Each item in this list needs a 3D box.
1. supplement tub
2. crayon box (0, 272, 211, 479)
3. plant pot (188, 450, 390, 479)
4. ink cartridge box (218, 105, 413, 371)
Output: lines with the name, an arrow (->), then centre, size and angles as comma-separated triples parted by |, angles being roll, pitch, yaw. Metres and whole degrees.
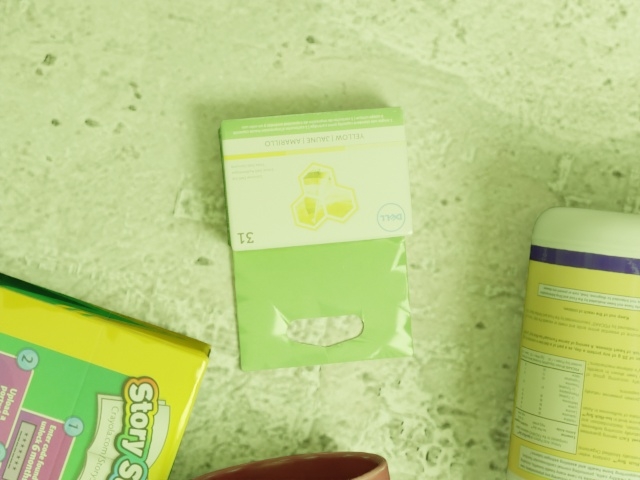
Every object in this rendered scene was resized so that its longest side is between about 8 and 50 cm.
supplement tub -> 0.291, 0.144, 1.374 | 0.241, 0.241, 0.331 | 6, 92, -5
crayon box -> -0.303, 0.217, 1.398 | 0.313, 0.106, 0.362 | 20, 91, -6
plant pot -> -0.026, 0.295, 1.375 | 0.201, 0.201, 0.180 | -10, 93, -4
ink cartridge box -> 0.000, 0.000, 1.439 | 0.171, 0.056, 0.235 | -5, 91, -5
